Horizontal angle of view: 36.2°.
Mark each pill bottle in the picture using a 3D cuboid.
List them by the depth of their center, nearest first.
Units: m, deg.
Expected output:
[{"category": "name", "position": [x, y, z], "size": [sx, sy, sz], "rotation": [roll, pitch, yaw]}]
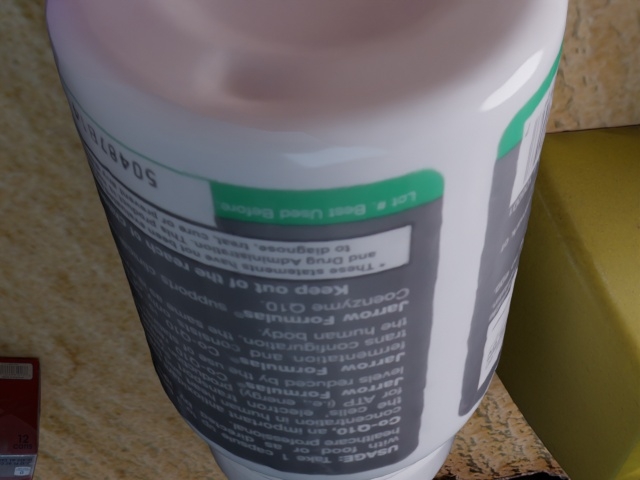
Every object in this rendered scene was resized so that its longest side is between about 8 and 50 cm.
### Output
[{"category": "pill bottle", "position": [0.000, 0.000, 0.510], "size": [0.204, 0.204, 0.361], "rotation": [-8, 142, -4]}]

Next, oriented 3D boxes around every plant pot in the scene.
[{"category": "plant pot", "position": [0.239, 0.060, 0.663], "size": [0.212, 0.187, 0.212], "rotation": [-7, 142, -8]}]

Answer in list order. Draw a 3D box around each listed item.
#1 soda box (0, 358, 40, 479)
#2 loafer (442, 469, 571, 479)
[{"category": "soda box", "position": [-0.338, 0.136, 0.693], "size": [0.263, 0.083, 0.092], "rotation": [6, 138, -20]}, {"category": "loafer", "position": [0.113, 0.296, 1.004], "size": [0.366, 0.134, 0.130], "rotation": [-5, 120, -25]}]
